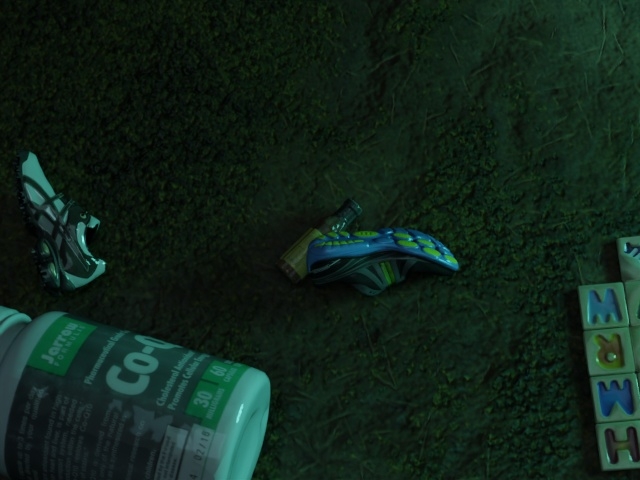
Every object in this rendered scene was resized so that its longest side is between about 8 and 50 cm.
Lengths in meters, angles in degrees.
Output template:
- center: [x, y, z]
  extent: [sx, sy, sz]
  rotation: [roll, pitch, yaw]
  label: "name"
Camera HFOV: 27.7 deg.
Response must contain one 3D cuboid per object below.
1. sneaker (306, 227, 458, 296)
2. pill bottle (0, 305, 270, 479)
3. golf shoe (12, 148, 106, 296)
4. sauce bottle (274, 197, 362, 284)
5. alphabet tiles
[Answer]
- center: [0.075, 0.030, 1.604]
  extent: [0.188, 0.067, 0.078]
  rotation: [-1, 116, -8]
  label: "sneaker"
- center: [-0.256, 0.199, 1.498]
  extent: [0.361, 0.204, 0.204]
  rotation: [15, 74, 9]
  label: "pill bottle"
- center: [-0.332, -0.029, 1.653]
  extent: [0.094, 0.077, 0.198]
  rotation: [-17, 78, -12]
  label: "golf shoe"
- center: [0.000, 0.000, 1.626]
  extent: [0.128, 0.042, 0.042]
  rotation: [-43, 74, -8]
  label: "sauce bottle"
- center: [0.463, 0.151, 1.556]
  extent: [0.285, 0.011, 0.342]
  rotation: [-5, 72, 3]
  label: "alphabet tiles"
